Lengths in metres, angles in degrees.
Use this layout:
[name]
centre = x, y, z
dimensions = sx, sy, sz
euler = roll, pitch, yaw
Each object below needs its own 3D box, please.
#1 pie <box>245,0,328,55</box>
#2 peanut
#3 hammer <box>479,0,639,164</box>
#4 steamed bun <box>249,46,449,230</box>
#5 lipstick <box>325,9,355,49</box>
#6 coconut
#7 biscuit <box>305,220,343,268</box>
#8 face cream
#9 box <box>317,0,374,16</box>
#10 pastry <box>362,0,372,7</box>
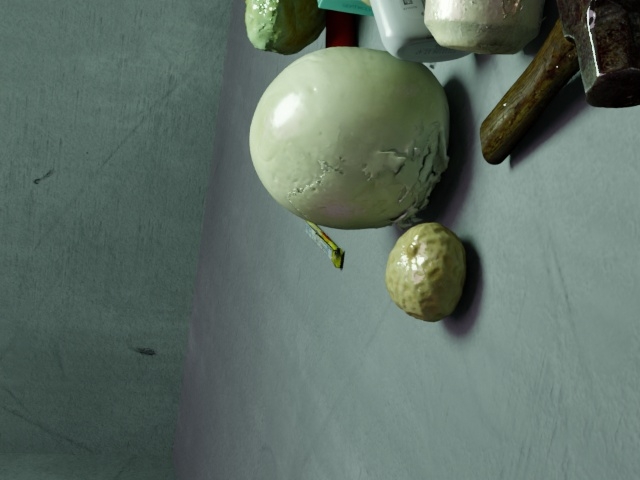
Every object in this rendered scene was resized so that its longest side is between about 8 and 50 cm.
[pie]
centre = -0.070, -0.587, 1.946
dimensions = 0.395, 0.180, 0.418
euler = 12, -96, -73
[peanut]
centre = 0.159, 0.047, 1.369
dimensions = 0.140, 0.109, 0.159
euler = 30, 130, 40
[hammer]
centre = 0.280, -0.209, 1.087
dimensions = 0.409, 0.095, 0.243
euler = 113, 152, -68
[steamed bun]
centre = 0.043, -0.140, 1.473
dimensions = 0.334, 0.311, 0.233
euler = 104, 165, -49
[lipstick]
centre = 0.043, -0.365, 1.932
dimensions = 0.073, 0.073, 0.280
euler = 135, 137, -64
[coconut]
centre = 0.222, -0.339, 1.194
dimensions = 0.171, 0.170, 0.183
euler = -141, 56, -70
[biscuit]
centre = 0.000, 0.000, 2.041
dimensions = 0.292, 0.026, 0.048
euler = -132, 46, -68
[face cream]
centre = 0.136, -0.433, 1.412
dimensions = 0.080, 0.163, 0.337
euler = 121, 139, -59
[box]
centre = 0.064, -0.528, 1.752
dimensions = 0.041, 0.162, 0.229
euler = 118, 152, -51
[pastry]
centre = 0.124, -0.477, 1.528
dimensions = 0.093, 0.182, 0.193
euler = 119, 162, -59
